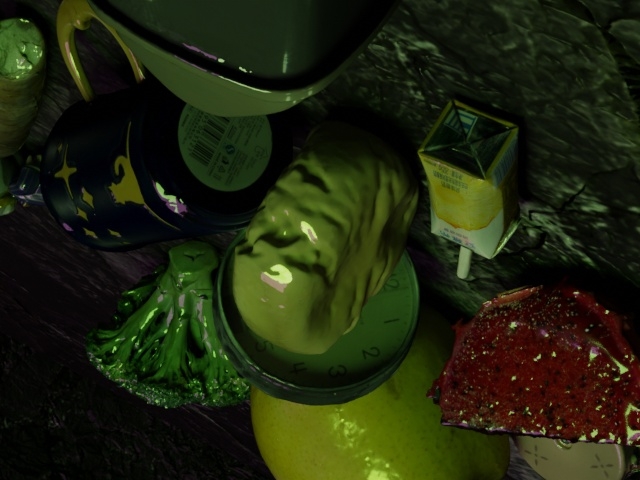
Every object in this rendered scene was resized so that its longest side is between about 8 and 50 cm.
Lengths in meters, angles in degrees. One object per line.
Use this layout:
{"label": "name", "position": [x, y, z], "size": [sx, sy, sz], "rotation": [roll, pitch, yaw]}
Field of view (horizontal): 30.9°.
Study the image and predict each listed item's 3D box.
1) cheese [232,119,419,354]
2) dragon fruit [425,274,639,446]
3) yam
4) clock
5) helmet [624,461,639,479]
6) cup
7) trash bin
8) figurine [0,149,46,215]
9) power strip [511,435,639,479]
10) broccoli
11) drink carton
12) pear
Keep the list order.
{"label": "cheese", "position": [0.000, 0.000, 1.106], "size": [0.117, 0.214, 0.226], "rotation": [27, 167, 20]}
{"label": "dragon fruit", "position": [0.241, 0.134, 1.161], "size": [0.262, 0.163, 0.189], "rotation": [-3, 149, 39]}
{"label": "yam", "position": [-0.373, -0.175, 1.395], "size": [0.083, 0.083, 0.371], "rotation": [33, 163, -9]}
{"label": "clock", "position": [-0.003, 0.062, 1.232], "size": [0.226, 0.226, 0.049], "rotation": [29, 159, 4]}
{"label": "helmet", "position": [0.397, 0.265, 1.418], "size": [0.084, 0.049, 0.065], "rotation": [13, 141, -42]}
{"label": "cup", "position": [-0.186, -0.106, 1.158], "size": [0.255, 0.178, 0.256], "rotation": [38, 156, -25]}
{"label": "trash bin", "position": [-0.029, -0.214, 0.646], "size": [0.182, 0.209, 0.290], "rotation": [28, 155, 10]}
{"label": "figurine", "position": [-0.434, -0.085, 1.621], "size": [0.274, 0.133, 0.194], "rotation": [20, -160, 33]}
{"label": "power strip", "position": [0.294, 0.207, 1.303], "size": [0.154, 0.078, 0.154], "rotation": [25, 133, 30]}
{"label": "broccoli", "position": [-0.194, 0.123, 1.690], "size": [0.269, 0.254, 0.269], "rotation": [11, 129, 14]}
{"label": "drink carton", "position": [0.136, -0.037, 1.021], "size": [0.084, 0.074, 0.200], "rotation": [24, 160, 20]}
{"label": "pear", "position": [0.067, 0.214, 1.382], "size": [0.285, 0.285, 0.336], "rotation": [84, 164, -66]}
